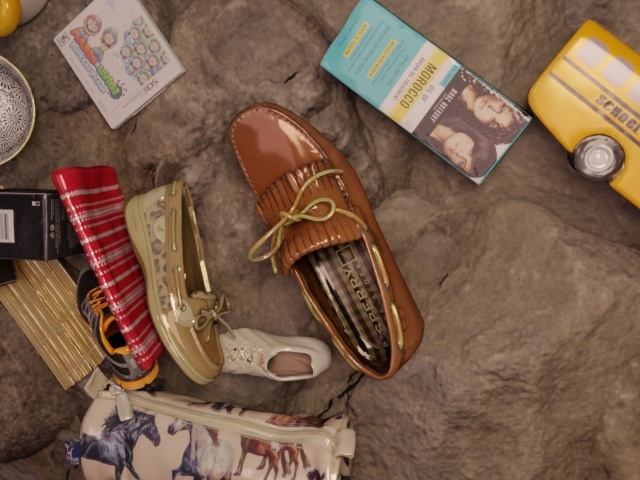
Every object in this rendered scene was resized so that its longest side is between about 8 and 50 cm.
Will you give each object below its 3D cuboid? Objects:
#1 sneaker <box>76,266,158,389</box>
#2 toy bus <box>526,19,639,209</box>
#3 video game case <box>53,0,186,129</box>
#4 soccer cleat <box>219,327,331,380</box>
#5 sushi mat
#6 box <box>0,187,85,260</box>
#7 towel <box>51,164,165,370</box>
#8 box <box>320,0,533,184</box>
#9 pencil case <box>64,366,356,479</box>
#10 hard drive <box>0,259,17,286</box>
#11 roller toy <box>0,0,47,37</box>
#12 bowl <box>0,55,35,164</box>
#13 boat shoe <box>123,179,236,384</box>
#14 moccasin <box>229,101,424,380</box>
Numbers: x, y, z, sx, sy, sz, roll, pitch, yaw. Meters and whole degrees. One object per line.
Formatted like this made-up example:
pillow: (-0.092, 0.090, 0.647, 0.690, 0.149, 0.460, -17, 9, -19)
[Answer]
sneaker: (-0.294, 0.108, 0.955, 0.215, 0.084, 0.083, 49, 157, 32)
toy bus: (0.376, -0.083, 0.724, 0.333, 0.108, 0.130, 40, 109, 6)
video game case: (-0.285, -0.261, 0.941, 0.143, 0.019, 0.157, -33, 90, 21)
soccer cleat: (-0.082, 0.162, 0.938, 0.196, 0.076, 0.068, -2, 101, 18)
sushi mat: (-0.454, 0.080, 1.069, 0.151, 0.019, 0.316, -38, 89, 22)
box: (-0.412, -0.027, 0.946, 0.156, 0.158, 0.093, 2, 96, 11)
towel: (-0.267, 0.026, 0.909, 0.031, 0.199, 0.274, -23, 95, 2)
box: (0.127, -0.181, 0.806, 0.244, 0.060, 0.100, 38, 110, 7)
pencil case: (-0.142, 0.294, 0.937, 0.410, 0.160, 0.183, 5, 136, 17)
hard drive: (-0.628, -0.066, 1.056, 0.237, 0.064, 0.338, -16, 92, 23)
roller toy: (-0.478, -0.389, 0.906, 0.191, 0.146, 0.209, 11, 105, 15)
bowl: (-0.490, -0.190, 0.979, 0.170, 0.080, 0.170, 0, 96, -2)
boat shoe: (-0.186, 0.057, 0.924, 0.089, 0.104, 0.285, -22, 85, 8)
moccasin: (-0.003, 0.001, 0.840, 0.139, 0.147, 0.380, -23, 94, 21)
